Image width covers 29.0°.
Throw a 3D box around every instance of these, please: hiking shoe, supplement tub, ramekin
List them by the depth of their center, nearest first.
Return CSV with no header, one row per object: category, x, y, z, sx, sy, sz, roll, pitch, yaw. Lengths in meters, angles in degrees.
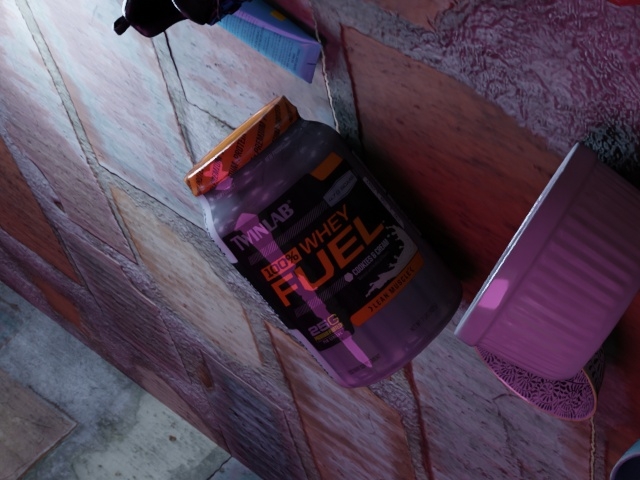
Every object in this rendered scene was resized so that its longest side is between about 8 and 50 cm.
ramekin,0.218,0.027,1.101,0.109,0.207,0.207,32,156,7
hiking shoe,-0.075,-0.257,1.154,0.113,0.132,0.304,32,159,-33
supplement tub,0.000,0.000,1.429,0.316,0.193,0.193,49,157,-10

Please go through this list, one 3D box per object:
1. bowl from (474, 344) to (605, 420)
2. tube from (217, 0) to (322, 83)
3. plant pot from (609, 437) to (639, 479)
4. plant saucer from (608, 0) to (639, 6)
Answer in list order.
bowl,0.247,0.106,1.332,0.170,0.080,0.170,37,156,19
tube,-0.088,-0.249,1.353,0.207,0.052,0.080,36,161,8
plant pot,0.427,0.217,1.063,0.290,0.195,0.290,37,156,20
plant saucer,0.094,-0.250,0.799,0.258,0.048,0.259,30,-169,-35
